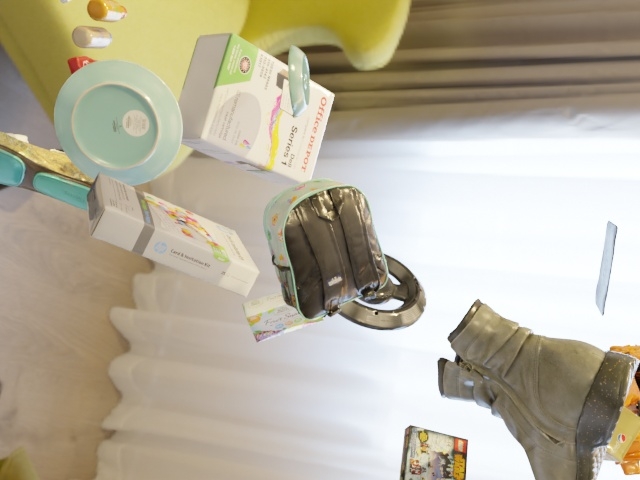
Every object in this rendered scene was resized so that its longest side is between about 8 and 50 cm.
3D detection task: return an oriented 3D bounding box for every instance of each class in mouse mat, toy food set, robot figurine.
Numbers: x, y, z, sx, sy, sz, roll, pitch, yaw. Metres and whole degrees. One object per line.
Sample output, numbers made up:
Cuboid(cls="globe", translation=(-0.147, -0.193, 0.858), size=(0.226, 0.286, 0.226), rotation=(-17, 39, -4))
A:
Cuboid(cls="mouse mat", translation=(0.604, 0.056, 1.539), size=(0.152, 0.007, 0.189), rotation=(-25, 122, -74))
Cuboid(cls="toy food set", translation=(-0.384, -0.316, 1.336), size=(0.104, 0.111, 0.232), rotation=(-54, 129, -72))
Cuboid(cls="robot figurine", translation=(0.499, 0.239, 1.099), size=(0.291, 0.211, 0.085), rotation=(-46, 125, -67))

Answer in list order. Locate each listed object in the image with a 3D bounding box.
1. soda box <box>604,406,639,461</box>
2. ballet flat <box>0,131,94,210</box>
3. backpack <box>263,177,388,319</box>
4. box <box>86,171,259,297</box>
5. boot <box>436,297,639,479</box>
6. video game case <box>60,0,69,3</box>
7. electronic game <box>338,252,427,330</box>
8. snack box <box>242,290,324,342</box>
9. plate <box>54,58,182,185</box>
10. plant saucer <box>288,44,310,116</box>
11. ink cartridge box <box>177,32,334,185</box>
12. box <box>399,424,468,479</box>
Cuboid(cls="soda box", translation=(0.338, 0.235, 0.912), size=(0.058, 0.061, 0.181), rotation=(-53, 167, -9))
Cuboid(cls="ballet flat", translation=(-0.614, -0.165, 1.552), size=(0.348, 0.123, 0.123), rotation=(21, 69, -20))
Cuboid(cls="backpack", translation=(0.000, 0.000, 1.094), size=(0.166, 0.144, 0.188), rotation=(-22, 118, -17))
Cuboid(cls="box", translation=(-0.173, -0.008, 0.837), size=(0.186, 0.145, 0.038), rotation=(26, 100, -25))
Cuboid(cls="boot", translation=(0.189, 0.165, 0.686), size=(0.083, 0.161, 0.246), rotation=(-44, 144, -43))
Cuboid(cls="video game case", translation=(-0.445, -0.509, 1.245), size=(0.157, 0.019, 0.143), rotation=(64, 31, -35))
Cuboid(cls="electronic game", translation=(0.104, 0.094, 1.457), size=(0.229, 0.229, 0.048), rotation=(-49, 161, -51))
Cuboid(cls="snack box", translation=(-0.070, 0.138, 1.399), size=(0.100, 0.141, 0.037), rotation=(76, -6, -51))
Cuboid(cls="plate", translation=(-0.297, -0.167, 1.059), size=(0.024, 0.188, 0.188), rotation=(-92, 176, -71))
Cuboid(cls="plant saucer", translation=(-0.034, -0.267, 1.217), size=(0.119, 0.021, 0.119), rotation=(-1, 90, -82))
Cuboid(cls="ink cartridge box", translation=(-0.123, -0.240, 1.385), size=(0.278, 0.117, 0.201), rotation=(21, 83, -44))
Cuboid(cls="box", translation=(0.161, 0.343, 1.041), size=(0.027, 0.094, 0.137), rotation=(119, -15, -58))
